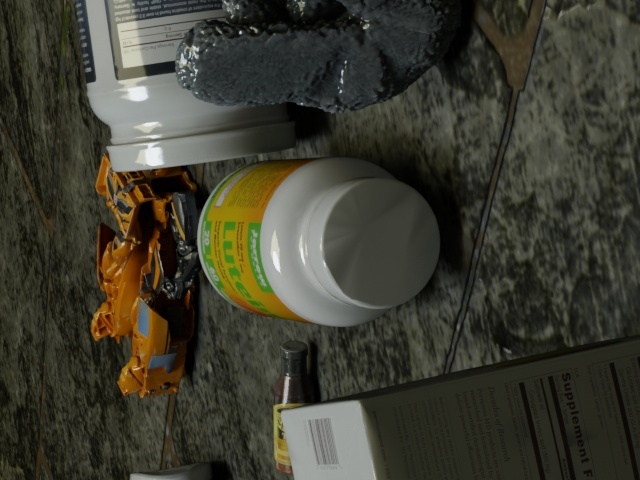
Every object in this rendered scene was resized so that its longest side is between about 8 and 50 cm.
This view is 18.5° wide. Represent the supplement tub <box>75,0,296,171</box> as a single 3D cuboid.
[{"bbox_3d":[-0.121,-0.206,1.745,0.191,0.191,0.272,-176,78,-68],"label":"supplement tub"}]

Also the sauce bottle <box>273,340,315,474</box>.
[{"bbox_3d":[-0.026,0.158,1.861,0.042,0.042,0.128,-140,44,-59],"label":"sauce bottle"}]

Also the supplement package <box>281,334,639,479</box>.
[{"bbox_3d":[0.121,0.142,1.219,0.139,0.244,0.133,162,97,-67],"label":"supplement package"}]

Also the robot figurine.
[{"bbox_3d":[-0.193,0.020,2.162,0.211,0.085,0.291,-126,34,-47],"label":"robot figurine"}]

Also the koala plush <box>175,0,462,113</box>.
[{"bbox_3d":[0.001,-0.218,1.513,0.221,0.203,0.196,-95,17,-59],"label":"koala plush"}]

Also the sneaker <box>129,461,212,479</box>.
[{"bbox_3d":[-0.164,0.333,2.204,0.256,0.094,0.151,123,140,-73],"label":"sneaker"}]

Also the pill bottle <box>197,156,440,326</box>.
[{"bbox_3d":[0.000,0.000,1.604,0.246,0.136,0.136,-177,79,-68],"label":"pill bottle"}]
